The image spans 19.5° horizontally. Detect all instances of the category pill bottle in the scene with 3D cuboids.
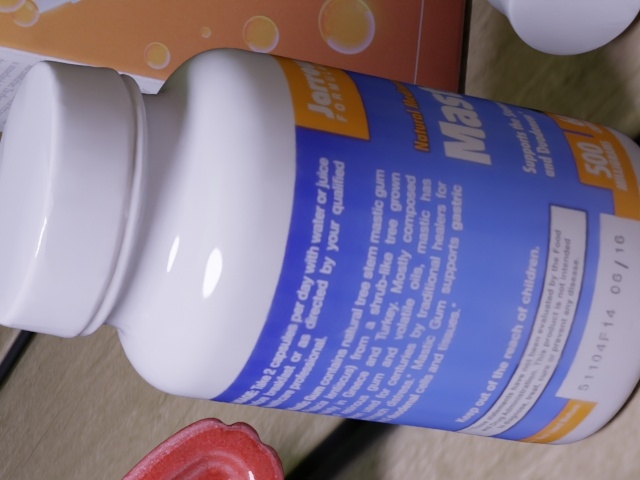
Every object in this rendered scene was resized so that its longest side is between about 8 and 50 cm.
[{"bbox_3d":[0.000,0.000,0.811,0.152,0.272,0.152,-170,90,-68],"label":"pill bottle"},{"bbox_3d":[0.103,-0.152,0.886,0.137,0.078,0.078,-107,34,-49],"label":"pill bottle"}]

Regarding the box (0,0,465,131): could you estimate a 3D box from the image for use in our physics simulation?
[{"bbox_3d":[-0.104,-0.170,1.047,0.168,0.345,0.215,159,119,-65],"label":"box"}]

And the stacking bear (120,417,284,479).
[{"bbox_3d":[-0.086,0.211,1.095,0.175,0.164,0.289,54,168,-2],"label":"stacking bear"}]
